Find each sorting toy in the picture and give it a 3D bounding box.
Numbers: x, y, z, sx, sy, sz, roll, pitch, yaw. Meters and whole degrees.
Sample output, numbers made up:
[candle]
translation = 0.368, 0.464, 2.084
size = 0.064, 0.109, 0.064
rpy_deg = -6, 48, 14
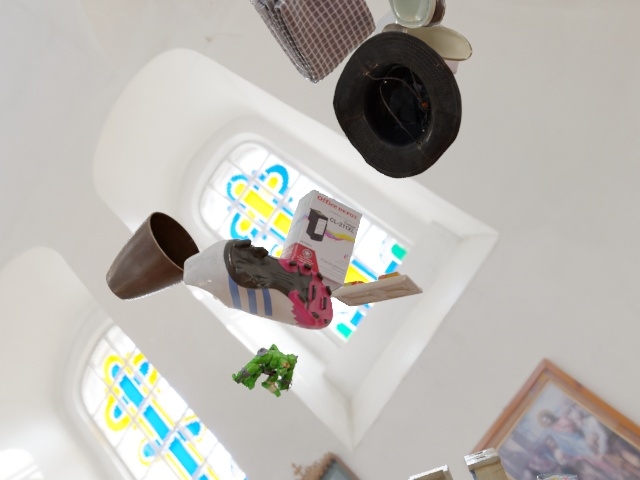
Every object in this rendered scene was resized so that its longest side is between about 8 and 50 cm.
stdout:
[sorting toy]
translation = 0.131, 0.116, 1.463
size = 0.193, 0.038, 0.208
rpy_deg = -13, -16, 17

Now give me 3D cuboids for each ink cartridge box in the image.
[ink cartridge box]
translation = 0.000, 0.000, 1.263
size = 0.127, 0.072, 0.175
rpy_deg = 26, -119, -19

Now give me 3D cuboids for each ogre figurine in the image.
[ogre figurine]
translation = -0.138, 0.347, 1.658
size = 0.197, 0.097, 0.118
rpy_deg = 26, -81, -24

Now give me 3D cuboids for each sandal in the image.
[sandal]
translation = 0.269, -0.507, 1.606
size = 0.079, 0.240, 0.088
rpy_deg = 135, 143, -78

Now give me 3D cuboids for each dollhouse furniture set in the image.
[dollhouse furniture set]
translation = 0.286, 0.510, 1.228
size = 0.184, 0.129, 0.129
rpy_deg = -20, -15, 6

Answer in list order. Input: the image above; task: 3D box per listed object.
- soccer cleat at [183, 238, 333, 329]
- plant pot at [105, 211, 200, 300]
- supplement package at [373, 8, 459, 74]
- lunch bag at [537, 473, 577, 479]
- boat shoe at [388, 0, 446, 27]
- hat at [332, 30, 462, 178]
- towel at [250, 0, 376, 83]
[soccer cleat]
translation = -0.104, 0.085, 1.112
size = 0.331, 0.143, 0.116
rpy_deg = 35, -133, -48
[plant pot]
translation = -0.499, 0.068, 1.774
size = 0.230, 0.215, 0.215
rpy_deg = -35, -32, 14
[supplement package]
translation = 0.295, -0.593, 1.885
size = 0.244, 0.139, 0.133
rpy_deg = 21, -106, -20
[lunch bag]
translation = 0.472, 0.501, 1.217
size = 0.053, 0.071, 0.083
rpy_deg = -5, -14, -30
[boat shoe]
translation = 0.140, -0.377, 0.925
size = 0.069, 0.227, 0.081
rpy_deg = 5, -54, -24
[hat]
translation = 0.190, -0.310, 1.363
size = 0.134, 0.331, 0.331
rpy_deg = -36, -37, -41
[towel]
translation = -0.006, -0.571, 1.554
size = 0.235, 0.121, 0.283
rpy_deg = -44, -43, -3
